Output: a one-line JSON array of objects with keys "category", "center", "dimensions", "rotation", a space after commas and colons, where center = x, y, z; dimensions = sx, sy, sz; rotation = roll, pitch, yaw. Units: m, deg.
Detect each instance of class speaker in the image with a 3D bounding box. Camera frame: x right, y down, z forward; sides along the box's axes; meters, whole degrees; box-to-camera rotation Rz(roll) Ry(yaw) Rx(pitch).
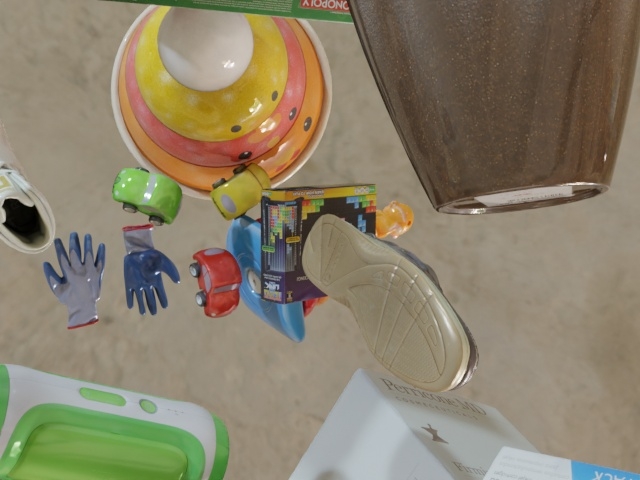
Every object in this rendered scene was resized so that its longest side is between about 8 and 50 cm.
[{"category": "speaker", "center": [-0.256, 0.225, 1.112], "dimensions": [0.296, 0.131, 0.131], "rotation": [19, 91, -32]}]

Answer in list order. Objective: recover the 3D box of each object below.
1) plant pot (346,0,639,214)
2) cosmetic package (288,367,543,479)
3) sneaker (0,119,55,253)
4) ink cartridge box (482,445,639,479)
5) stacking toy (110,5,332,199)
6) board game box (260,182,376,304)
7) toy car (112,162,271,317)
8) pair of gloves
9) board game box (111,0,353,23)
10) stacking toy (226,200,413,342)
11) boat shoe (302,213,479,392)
[{"category": "plant pot", "center": [0.113, -0.137, 0.612], "dimensions": [0.215, 0.215, 0.230], "rotation": [-5, 84, -9]}, {"category": "cosmetic package", "center": [0.175, 0.442, 1.351], "dimensions": [0.329, 0.393, 0.327], "rotation": [21, 105, -38]}, {"category": "sneaker", "center": [-0.461, -0.112, 1.355], "dimensions": [0.108, 0.169, 0.292], "rotation": [-37, 126, -14]}, {"category": "ink cartridge box", "center": [0.100, 0.197, 0.479], "dimensions": [0.181, 0.104, 0.061], "rotation": [-51, 120, -29]}, {"category": "stacking toy", "center": [-0.154, -0.233, 1.360], "dimensions": [0.350, 0.480, 0.351], "rotation": [0, 92, -1]}, {"category": "board game box", "center": [0.000, 0.000, 1.248], "dimensions": [0.170, 0.048, 0.141], "rotation": [-8, 100, -45]}, {"category": "toy car", "center": [-0.176, -0.036, 1.340], "dimensions": [0.225, 0.053, 0.239], "rotation": [26, 67, -28]}, {"category": "pair of gloves", "center": [-0.312, 0.052, 1.477], "dimensions": [0.198, 0.023, 0.159], "rotation": [-11, 117, -17]}, {"category": "board game box", "center": [-0.116, -0.296, 1.111], "dimensions": [0.317, 0.213, 0.046], "rotation": [0, 111, -24]}, {"category": "stacking toy", "center": [0.022, 0.006, 1.490], "dimensions": [0.302, 0.166, 0.175], "rotation": [-25, 125, -28]}, {"category": "boat shoe", "center": [0.081, 0.058, 0.998], "dimensions": [0.092, 0.285, 0.103], "rotation": [10, 107, -34]}]
